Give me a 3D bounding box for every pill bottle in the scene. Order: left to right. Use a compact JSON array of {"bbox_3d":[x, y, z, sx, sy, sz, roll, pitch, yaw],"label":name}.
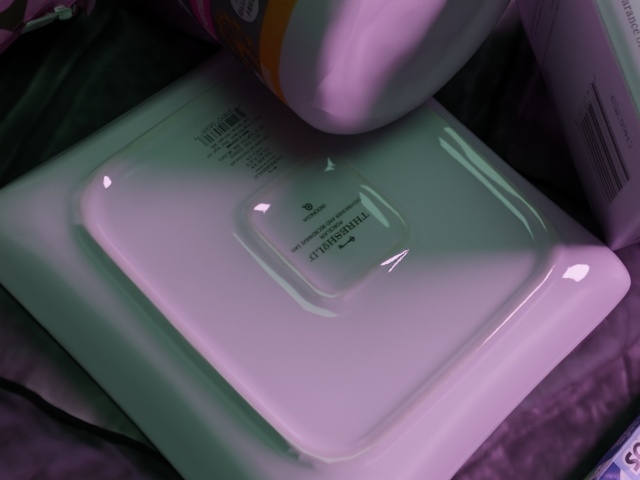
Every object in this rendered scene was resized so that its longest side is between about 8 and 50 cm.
[{"bbox_3d":[-0.035,-0.198,0.541,0.162,0.162,0.278,-33,65,-26],"label":"pill bottle"}]

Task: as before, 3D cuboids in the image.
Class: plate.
[{"bbox_3d":[0.000,0.000,0.549,0.278,0.045,0.277,44,62,13],"label":"plate"}]

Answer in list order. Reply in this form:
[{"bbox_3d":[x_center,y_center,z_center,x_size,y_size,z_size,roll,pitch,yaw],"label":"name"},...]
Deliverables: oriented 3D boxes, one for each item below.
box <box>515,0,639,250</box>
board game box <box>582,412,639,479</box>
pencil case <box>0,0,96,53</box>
[{"bbox_3d":[0.191,-0.107,0.539,0.119,0.181,0.182,-18,78,4],"label":"box"},{"bbox_3d":[0.246,0.116,0.548,0.136,0.035,0.201,44,62,11],"label":"board game box"},{"bbox_3d":[-0.219,-0.102,0.530,0.098,0.095,0.209,44,63,-6],"label":"pencil case"}]
